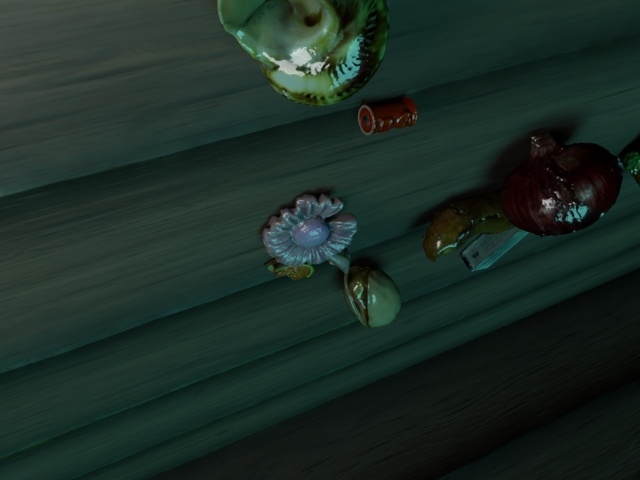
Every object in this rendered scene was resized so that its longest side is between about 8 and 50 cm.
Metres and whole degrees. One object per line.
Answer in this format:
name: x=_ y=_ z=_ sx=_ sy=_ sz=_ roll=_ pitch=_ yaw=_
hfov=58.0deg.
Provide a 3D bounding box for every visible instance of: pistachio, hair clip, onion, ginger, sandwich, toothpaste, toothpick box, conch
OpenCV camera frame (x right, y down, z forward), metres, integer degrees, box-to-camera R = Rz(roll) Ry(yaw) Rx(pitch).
pistachio: x=0.125 y=0.139 z=1.415 sx=0.144 sy=0.144 sz=0.215 roll=-32 pitch=145 yaw=10
hair clip: x=0.004 y=0.007 z=1.123 sx=0.173 sy=0.069 sz=0.300 roll=-31 pitch=155 yaw=9
onion: x=0.495 y=-0.125 z=1.211 sx=0.252 sy=0.219 sz=0.252 roll=-22 pitch=-161 yaw=8
ginger: x=0.367 y=-0.047 z=1.339 sx=0.309 sy=0.107 sz=0.133 roll=-19 pitch=140 yaw=-25
sandwich: x=0.919 y=-0.167 z=1.552 sx=0.109 sy=0.212 sz=0.292 roll=-28 pitch=173 yaw=39
toothpaste: x=0.510 y=-0.026 z=1.558 sx=0.089 sy=0.071 sz=0.313 roll=-9 pitch=150 yaw=-38
toothpick box: x=0.103 y=-0.188 z=0.872 sx=0.083 sy=0.047 sz=0.047 roll=-16 pitch=153 yaw=-23
sandwich: x=-0.053 y=0.054 z=1.207 sx=0.067 sy=0.029 sz=0.135 roll=-32 pitch=156 yaw=24
conch: x=-0.018 y=-0.229 z=0.600 sx=0.187 sy=0.124 sz=0.181 roll=12 pitch=150 yaw=-20
